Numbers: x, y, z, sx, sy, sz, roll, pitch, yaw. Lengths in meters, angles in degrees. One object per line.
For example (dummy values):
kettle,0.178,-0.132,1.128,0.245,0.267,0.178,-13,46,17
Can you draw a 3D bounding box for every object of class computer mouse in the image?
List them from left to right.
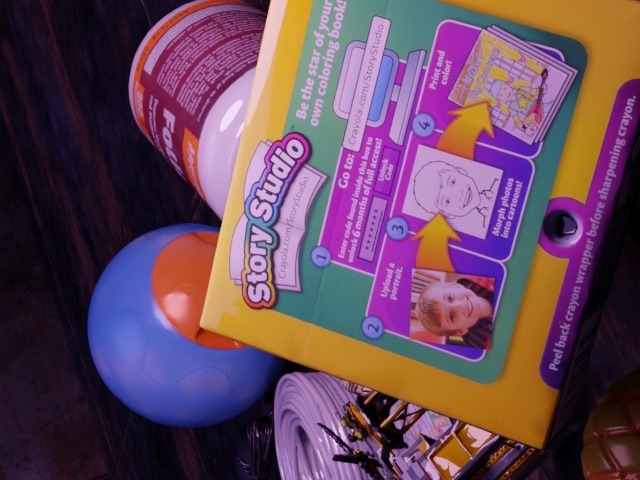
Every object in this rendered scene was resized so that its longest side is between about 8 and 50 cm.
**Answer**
computer mouse,-0.097,0.289,2.428,0.262,0.060,0.184,-82,0,-73

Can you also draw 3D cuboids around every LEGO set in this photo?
LEGO set,0.077,0.150,1.608,0.192,0.331,0.255,-47,59,12

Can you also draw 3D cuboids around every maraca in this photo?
maraca,0.281,0.154,1.397,0.127,0.099,0.186,34,107,59

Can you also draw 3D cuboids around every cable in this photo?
cable,0.016,0.297,2.211,0.257,0.089,0.257,-146,46,-64

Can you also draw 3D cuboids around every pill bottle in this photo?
pill bottle,-0.067,-0.132,1.953,0.392,0.224,0.224,-136,38,-57

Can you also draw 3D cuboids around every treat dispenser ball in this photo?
treat dispenser ball,-0.184,0.120,2.342,0.288,0.288,0.288,167,90,-70

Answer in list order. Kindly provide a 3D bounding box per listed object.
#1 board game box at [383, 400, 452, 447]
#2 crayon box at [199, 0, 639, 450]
board game box,0.122,0.223,1.963,0.103,0.026,0.154,108,144,-55
crayon box,0.092,-0.056,1.343,0.313,0.106,0.363,19,106,18
